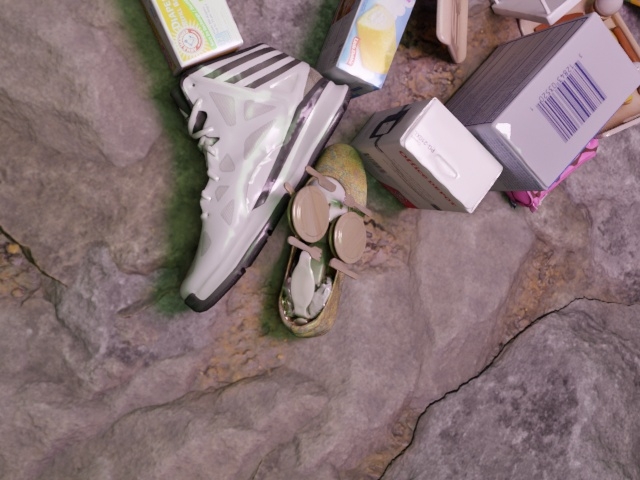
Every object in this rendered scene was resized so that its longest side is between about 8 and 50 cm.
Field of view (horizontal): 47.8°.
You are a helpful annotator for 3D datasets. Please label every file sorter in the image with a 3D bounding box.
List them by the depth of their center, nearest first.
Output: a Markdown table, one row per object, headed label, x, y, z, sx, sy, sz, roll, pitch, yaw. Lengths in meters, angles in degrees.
| label | x | y | z | sx | sy | sz | roll | pitch | yaw |
| --- | --- | --- | --- | --- | --- | --- | --- | --- | --- |
| file sorter | 0.422 | -0.544 | 1.263 | 0.277 | 0.193 | 0.173 | -40 | 119 | 1 |

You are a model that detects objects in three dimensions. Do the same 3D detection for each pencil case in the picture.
| label | x | y | z | sx | sy | sz | roll | pitch | yaw |
| --- | --- | --- | --- | --- | --- | --- | --- | --- | --- |
| pencil case | 0.450 | -0.151 | 1.405 | 0.209 | 0.095 | 0.098 | -39 | 74 | -11 |

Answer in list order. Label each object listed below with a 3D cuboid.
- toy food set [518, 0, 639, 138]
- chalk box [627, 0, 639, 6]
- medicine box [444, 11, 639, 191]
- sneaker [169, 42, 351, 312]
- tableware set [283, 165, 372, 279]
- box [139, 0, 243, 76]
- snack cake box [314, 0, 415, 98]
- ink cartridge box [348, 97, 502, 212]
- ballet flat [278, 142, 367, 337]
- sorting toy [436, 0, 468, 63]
| label | x | y | z | sx | sy | sz | roll | pitch | yaw |
| --- | --- | --- | --- | --- | --- | --- | --- | --- | --- |
| toy food set | 0.545 | -0.360 | 1.381 | 0.219 | 0.092 | 0.306 | -25 | 80 | -16 |
| chalk box | 0.672 | -0.539 | 1.409 | 0.132 | 0.213 | 0.132 | -29 | 136 | -12 |
| medicine box | 0.348 | -0.227 | 1.258 | 0.149 | 0.289 | 0.263 | 46 | 80 | -15 |
| sneaker | -0.164 | -0.121 | 1.193 | 0.257 | 0.169 | 0.448 | 31 | 85 | -3 |
| tableware set | 0.007 | -0.022 | 1.154 | 0.194 | 0.039 | 0.128 | 31 | 67 | -47 |
| box | -0.221 | -0.381 | 1.156 | 0.114 | 0.103 | 0.203 | -27 | 102 | -15 |
| snack cake box | 0.086 | -0.386 | 1.232 | 0.089 | 0.152 | 0.264 | 22 | 88 | -17 |
| ink cartridge box | 0.171 | -0.140 | 1.233 | 0.172 | 0.237 | 0.100 | 41 | 81 | -17 |
| ballet flat | 0.000 | 0.000 | 1.241 | 0.123 | 0.123 | 0.349 | 11 | 93 | -19 |
| sorting toy | 0.229 | -0.426 | 1.276 | 0.038 | 0.208 | 0.193 | 3 | 94 | 19 |
